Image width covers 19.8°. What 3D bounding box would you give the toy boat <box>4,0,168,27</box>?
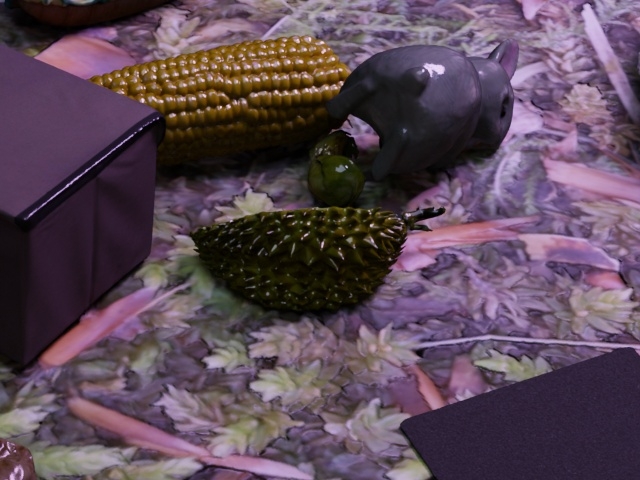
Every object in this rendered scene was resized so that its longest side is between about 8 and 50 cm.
[{"bbox_3d":[-0.177,-0.283,1.825,0.293,0.099,0.108,-22,44,-17],"label":"toy boat"}]

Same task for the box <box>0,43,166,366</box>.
[{"bbox_3d":[-0.273,-0.044,1.480,0.252,0.153,0.188,23,42,24],"label":"box"}]

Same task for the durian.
[{"bbox_3d":[0.000,0.000,1.503,0.215,0.086,0.100,-2,26,-2],"label":"durian"}]

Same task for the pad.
[{"bbox_3d":[0.182,0.151,1.379,0.211,0.003,0.143,-15,42,-20],"label":"pad"}]

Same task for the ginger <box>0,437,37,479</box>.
[{"bbox_3d":[-0.266,0.174,1.279,0.137,0.074,0.213,-18,37,-23],"label":"ginger"}]

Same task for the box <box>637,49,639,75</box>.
[{"bbox_3d":[0.442,-0.184,1.673,0.290,0.166,0.220,10,40,10],"label":"box"}]

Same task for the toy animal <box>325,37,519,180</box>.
[{"bbox_3d":[0.123,-0.125,1.636,0.236,0.138,0.108,-15,71,-40],"label":"toy animal"}]

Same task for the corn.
[{"bbox_3d":[-0.105,-0.121,1.622,0.310,0.101,0.101,-9,41,-15],"label":"corn"}]

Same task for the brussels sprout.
[{"bbox_3d":[0.012,-0.062,1.606,0.051,0.046,0.083,-6,30,-4],"label":"brussels sprout"}]
